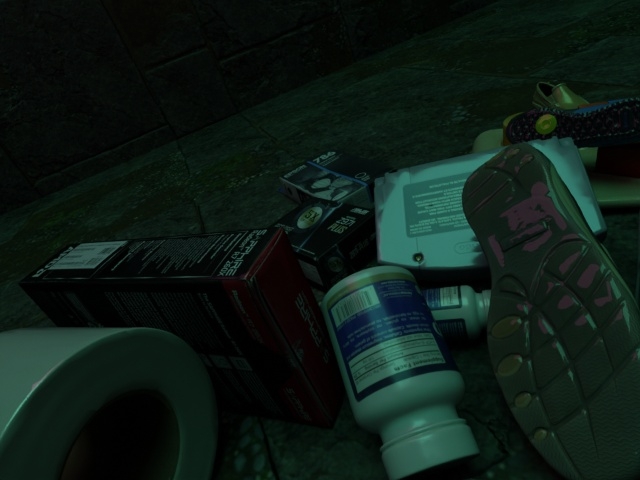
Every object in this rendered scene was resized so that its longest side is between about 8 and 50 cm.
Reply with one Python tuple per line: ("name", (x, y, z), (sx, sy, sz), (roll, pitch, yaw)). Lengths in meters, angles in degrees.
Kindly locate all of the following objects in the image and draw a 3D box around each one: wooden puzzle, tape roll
("wooden puzzle", (0.440, -0.161, 0.723), (0.349, 0.080, 0.322), (-6, 34, 25))
("tape roll", (-0.243, 0.207, 0.403), (0.169, 0.245, 0.246), (-6, 34, 26))

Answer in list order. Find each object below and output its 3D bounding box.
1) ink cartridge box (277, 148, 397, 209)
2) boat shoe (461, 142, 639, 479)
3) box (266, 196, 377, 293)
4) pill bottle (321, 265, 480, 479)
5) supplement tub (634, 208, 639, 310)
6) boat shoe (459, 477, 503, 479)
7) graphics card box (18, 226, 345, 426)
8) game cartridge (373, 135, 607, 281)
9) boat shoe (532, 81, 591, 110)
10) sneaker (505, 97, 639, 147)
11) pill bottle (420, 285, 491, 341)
("ink cartridge box", (0.019, -0.140, 0.972), (0.166, 0.065, 0.333), (-32, 31, -17))
("boat shoe", (0.254, 0.052, 0.428), (0.132, 0.130, 0.354), (-34, 43, 43))
("box", (0.000, 0.000, 0.744), (0.147, 0.077, 0.180), (-37, 34, -26))
("pill bottle", (0.077, 0.129, 0.418), (0.112, 0.112, 0.186), (-20, 55, 2))
("supplement tub", (0.450, 0.017, 0.311), (0.339, 0.207, 0.207), (3, 38, 35))
("boat shoe", (0.079, 0.236, 0.301), (0.336, 0.095, 0.112), (-14, 31, 12))
("graphics card box", (-0.172, 0.109, 0.526), (0.372, 0.232, 0.094), (-5, 35, 27))
("game cartridge", (0.229, -0.039, 0.614), (0.298, 0.062, 0.197), (-9, 63, 20))
("boat shoe", (0.524, -0.306, 0.909), (0.068, 0.072, 0.190), (-21, 31, 1))
("sneaker", (0.405, -0.172, 0.648), (0.210, 0.069, 0.082), (5, 5, 44))
("pill bottle", (0.157, 0.091, 0.512), (0.120, 0.067, 0.067), (-9, 33, 20))
